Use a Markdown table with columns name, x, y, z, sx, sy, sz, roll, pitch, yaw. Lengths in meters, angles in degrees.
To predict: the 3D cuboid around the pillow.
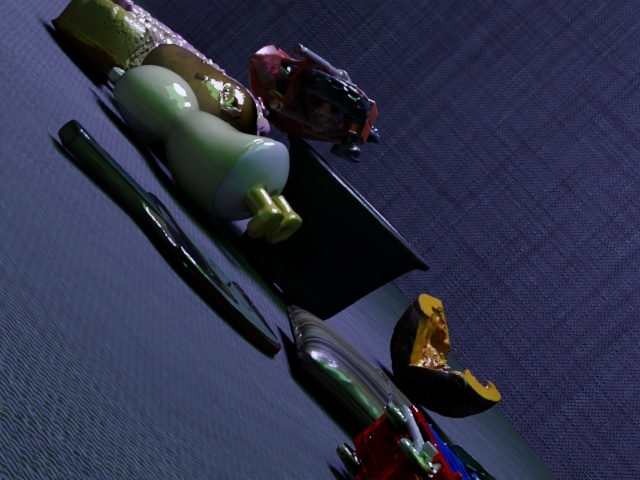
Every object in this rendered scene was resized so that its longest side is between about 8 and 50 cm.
| name | x | y | z | sx | sy | sz | roll | pitch | yaw |
| --- | --- | --- | --- | --- | --- | --- | --- | --- | --- |
| pillow | 0.048 | 0.158 | 1.791 | 0.208 | 0.052 | 0.212 | 43 | 3 | -12 |

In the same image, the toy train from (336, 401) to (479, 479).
| name | x | y | z | sx | sy | sz | roll | pitch | yaw |
| --- | --- | --- | --- | --- | --- | --- | --- | --- | --- |
| toy train | 0.081 | 0.207 | 1.443 | 0.131 | 0.083 | 0.204 | 49 | 4 | -13 |

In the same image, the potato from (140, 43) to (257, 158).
| name | x | y | z | sx | sy | sz | roll | pitch | yaw |
| --- | --- | --- | --- | --- | --- | --- | --- | --- | --- |
| potato | -0.160 | -0.160 | 2.187 | 0.176 | 0.137 | 0.137 | 33 | -3 | 24 |

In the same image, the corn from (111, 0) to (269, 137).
| name | x | y | z | sx | sy | sz | roll | pitch | yaw |
| --- | --- | --- | --- | --- | --- | --- | --- | --- | --- |
| corn | -0.190 | -0.210 | 2.433 | 0.335 | 0.126 | 0.126 | 41 | 8 | -49 |

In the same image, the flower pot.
| name | x | y | z | sx | sy | sz | roll | pitch | yaw |
| --- | --- | --- | --- | --- | --- | --- | --- | --- | --- |
| flower pot | 0.000 | 0.000 | 2.140 | 0.235 | 0.148 | 0.235 | 45 | 1 | -1 |

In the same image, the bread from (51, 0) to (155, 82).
| name | x | y | z | sx | sy | sz | roll | pitch | yaw |
| --- | --- | --- | --- | --- | --- | --- | --- | --- | --- |
| bread | -0.271 | -0.253 | 2.221 | 0.125 | 0.086 | 0.156 | 37 | -1 | 6 |

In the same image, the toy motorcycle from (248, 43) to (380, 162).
| name | x | y | z | sx | sy | sz | roll | pitch | yaw |
| --- | --- | --- | --- | --- | --- | --- | --- | --- | --- |
| toy motorcycle | -0.006 | -0.167 | 2.186 | 0.171 | 0.089 | 0.298 | 29 | -2 | 7 |

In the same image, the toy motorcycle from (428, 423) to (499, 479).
| name | x | y | z | sx | sy | sz | roll | pitch | yaw |
| --- | --- | --- | --- | --- | --- | --- | --- | --- | --- |
| toy motorcycle | 0.163 | 0.269 | 1.941 | 0.100 | 0.058 | 0.173 | 41 | -3 | 42 |

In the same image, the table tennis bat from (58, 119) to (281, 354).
| name | x | y | z | sx | sy | sz | roll | pitch | yaw |
| --- | --- | --- | --- | --- | --- | --- | --- | --- | --- |
| table tennis bat | -0.135 | -0.002 | 1.637 | 0.301 | 0.022 | 0.173 | 48 | 3 | -31 |

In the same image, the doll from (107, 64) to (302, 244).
| name | x | y | z | sx | sy | sz | roll | pitch | yaw |
| --- | --- | --- | --- | --- | --- | --- | --- | --- | --- |
| doll | -0.142 | -0.106 | 2.041 | 0.296 | 0.117 | 0.141 | 35 | 12 | 25 |

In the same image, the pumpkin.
| name | x | y | z | sx | sy | sz | roll | pitch | yaw |
| --- | --- | --- | --- | --- | --- | --- | --- | --- | --- |
| pumpkin | 0.156 | 0.175 | 2.444 | 0.183 | 0.108 | 0.119 | 58 | 15 | 28 |
